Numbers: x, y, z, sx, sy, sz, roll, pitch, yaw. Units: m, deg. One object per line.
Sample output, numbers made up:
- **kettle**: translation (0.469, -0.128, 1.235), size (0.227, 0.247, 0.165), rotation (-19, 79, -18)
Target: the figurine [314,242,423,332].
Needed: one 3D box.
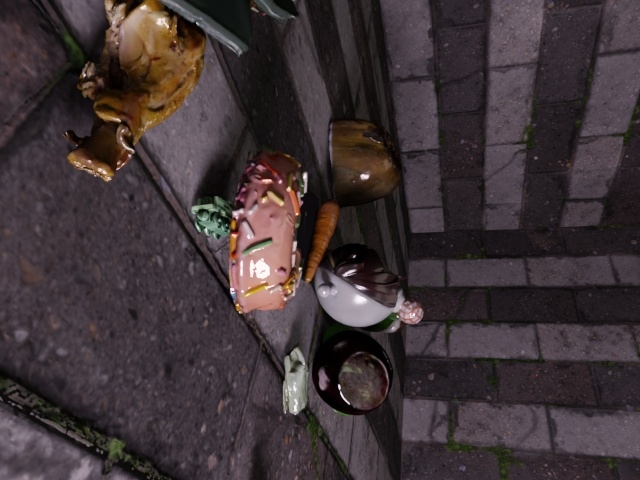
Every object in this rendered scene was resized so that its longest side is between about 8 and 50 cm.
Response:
- **figurine**: translation (0.103, 0.125, 1.068), size (0.167, 0.281, 0.370), rotation (-54, 148, -7)

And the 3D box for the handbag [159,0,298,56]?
- **handbag**: translation (-0.137, -0.307, 0.395), size (0.260, 0.079, 0.247), rotation (61, 15, 0)

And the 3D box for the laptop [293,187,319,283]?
- **laptop**: translation (-0.032, -0.016, 0.987), size (0.135, 0.016, 0.197), rotation (41, 49, -67)

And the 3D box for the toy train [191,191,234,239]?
- **toy train**: translation (-0.132, -0.032, 0.602), size (0.083, 0.033, 0.053), rotation (44, 42, -69)

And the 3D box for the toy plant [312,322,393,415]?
- **toy plant**: translation (0.066, 0.296, 1.048), size (0.235, 0.175, 0.218), rotation (161, -78, -80)

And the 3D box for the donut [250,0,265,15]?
- **donut**: translation (-0.088, -0.482, 0.696), size (0.269, 0.103, 0.270), rotation (-4, 90, -75)

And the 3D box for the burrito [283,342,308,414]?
- **burrito**: translation (-0.044, 0.249, 0.862), size (0.074, 0.044, 0.118), rotation (-7, 99, -70)

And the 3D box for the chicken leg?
- **chicken leg**: translation (-0.162, -0.144, 0.416), size (0.101, 0.085, 0.207), rotation (110, -6, -56)

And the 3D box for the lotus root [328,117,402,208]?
- **lotus root**: translation (0.124, -0.222, 1.297), size (0.272, 0.192, 0.272), rotation (-7, 90, -68)

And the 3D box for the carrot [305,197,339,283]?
- **carrot**: translation (0.000, 0.000, 1.005), size (0.048, 0.048, 0.216), rotation (67, 34, -52)

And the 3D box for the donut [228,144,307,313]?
- **donut**: translation (-0.068, 0.000, 0.650), size (0.199, 0.085, 0.233), rotation (-80, 175, -48)
